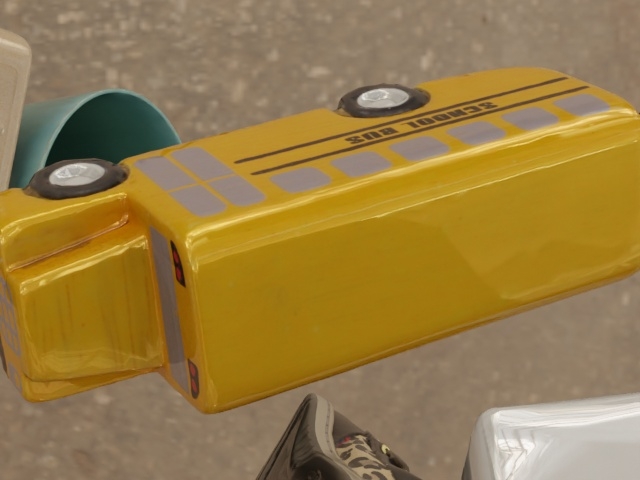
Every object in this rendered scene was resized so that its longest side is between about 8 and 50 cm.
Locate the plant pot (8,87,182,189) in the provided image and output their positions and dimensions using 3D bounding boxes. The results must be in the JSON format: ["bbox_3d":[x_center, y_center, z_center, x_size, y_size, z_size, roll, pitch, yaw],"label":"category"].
[{"bbox_3d":[-0.311,-0.014,1.766,0.293,0.235,0.293,1,89,-61],"label":"plant pot"}]

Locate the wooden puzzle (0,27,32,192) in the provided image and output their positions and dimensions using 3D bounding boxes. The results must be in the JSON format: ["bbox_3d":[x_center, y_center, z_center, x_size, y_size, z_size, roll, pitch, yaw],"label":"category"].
[{"bbox_3d":[-0.450,-0.077,1.506,0.322,0.080,0.348,17,69,-32],"label":"wooden puzzle"}]

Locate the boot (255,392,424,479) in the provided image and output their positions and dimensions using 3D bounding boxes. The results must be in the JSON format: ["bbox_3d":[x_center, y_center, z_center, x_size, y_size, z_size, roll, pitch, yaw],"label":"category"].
[{"bbox_3d":[0.090,0.244,1.190,0.284,0.377,0.138,28,88,-8],"label":"boot"}]

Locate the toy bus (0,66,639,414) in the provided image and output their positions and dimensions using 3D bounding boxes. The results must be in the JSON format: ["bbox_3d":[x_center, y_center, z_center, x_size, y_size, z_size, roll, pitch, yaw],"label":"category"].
[{"bbox_3d":[0.000,0.000,0.842,0.332,0.130,0.108,-16,117,-23],"label":"toy bus"}]

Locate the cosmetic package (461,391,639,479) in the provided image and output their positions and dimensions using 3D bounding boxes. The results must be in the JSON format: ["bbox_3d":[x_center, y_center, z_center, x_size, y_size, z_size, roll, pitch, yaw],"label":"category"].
[{"bbox_3d":[0.170,0.211,0.691,0.453,0.230,0.162,87,-3,-64],"label":"cosmetic package"}]

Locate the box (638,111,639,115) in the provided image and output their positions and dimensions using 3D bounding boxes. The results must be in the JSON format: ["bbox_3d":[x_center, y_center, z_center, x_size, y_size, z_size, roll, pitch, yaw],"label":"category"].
[{"bbox_3d":[0.255,-0.035,0.965,0.147,0.180,0.078,-22,109,0],"label":"box"}]
